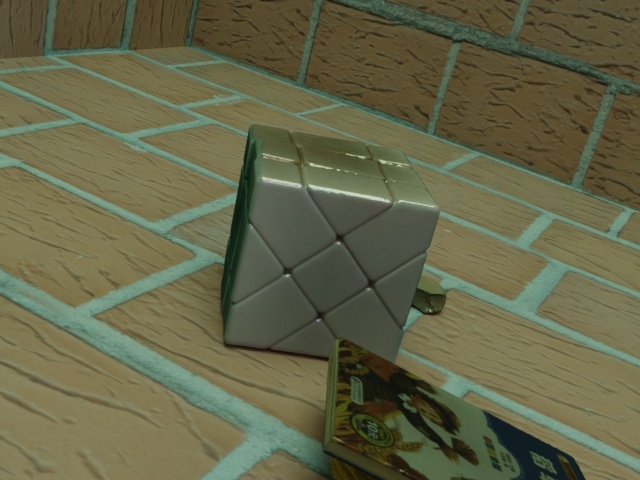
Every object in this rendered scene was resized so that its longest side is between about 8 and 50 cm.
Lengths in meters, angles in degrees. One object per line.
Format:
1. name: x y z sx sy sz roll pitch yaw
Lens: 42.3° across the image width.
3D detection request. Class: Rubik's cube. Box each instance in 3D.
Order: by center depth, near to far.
1. Rubik's cube: 0.000 0.000 1.507 0.318 0.322 0.316 9 22 -10

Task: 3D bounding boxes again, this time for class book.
1. book: 0.200 0.297 1.144 0.427 0.039 0.300 27 16 -6

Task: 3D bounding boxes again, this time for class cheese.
1. cheese: 0.195 0.096 1.756 0.092 0.048 0.171 -4 29 -43

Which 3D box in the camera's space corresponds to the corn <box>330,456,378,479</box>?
1. corn: 0.086 0.343 1.051 0.093 0.093 0.244 4 25 -23
